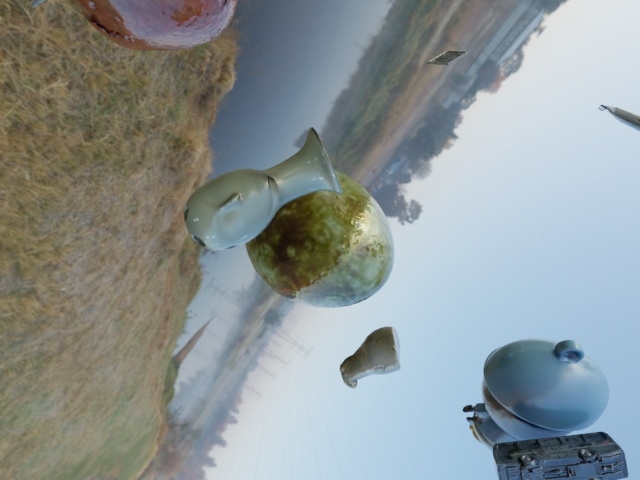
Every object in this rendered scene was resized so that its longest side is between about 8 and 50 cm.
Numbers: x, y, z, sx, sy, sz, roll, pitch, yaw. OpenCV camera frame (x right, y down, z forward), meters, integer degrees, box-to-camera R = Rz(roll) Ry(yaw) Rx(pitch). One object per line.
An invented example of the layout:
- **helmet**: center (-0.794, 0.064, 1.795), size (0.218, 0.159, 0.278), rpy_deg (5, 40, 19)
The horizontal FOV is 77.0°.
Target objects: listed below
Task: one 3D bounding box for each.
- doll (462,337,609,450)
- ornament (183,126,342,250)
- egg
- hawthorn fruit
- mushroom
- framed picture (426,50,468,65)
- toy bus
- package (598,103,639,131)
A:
- **doll**: center (0.346, 0.260, 0.671), size (0.141, 0.177, 0.314), rpy_deg (-71, 171, -45)
- **ornament**: center (-0.062, -0.045, 0.400), size (0.156, 0.075, 0.081), rpy_deg (-26, -178, 2)
- **egg**: center (0.000, 0.000, 0.692), size (0.238, 0.289, 0.238), rpy_deg (-24, 133, -28)
- **hawthorn fruit**: center (-0.284, -0.411, 0.602), size (0.307, 0.276, 0.276), rpy_deg (-37, 175, -15)
- **mushroom**: center (0.126, 0.298, 1.035), size (0.225, 0.093, 0.116), rpy_deg (-34, -141, 37)
- **framed picture**: center (0.321, -0.464, 1.022), size (0.089, 0.066, 0.007), rpy_deg (-36, 133, -26)
- **toy bus**: center (0.330, 0.310, 0.566), size (0.166, 0.047, 0.065), rpy_deg (-12, -176, 11)
- **package**: center (0.402, -0.143, 0.501), size (0.037, 0.110, 0.015), rpy_deg (-23, 145, -53)
